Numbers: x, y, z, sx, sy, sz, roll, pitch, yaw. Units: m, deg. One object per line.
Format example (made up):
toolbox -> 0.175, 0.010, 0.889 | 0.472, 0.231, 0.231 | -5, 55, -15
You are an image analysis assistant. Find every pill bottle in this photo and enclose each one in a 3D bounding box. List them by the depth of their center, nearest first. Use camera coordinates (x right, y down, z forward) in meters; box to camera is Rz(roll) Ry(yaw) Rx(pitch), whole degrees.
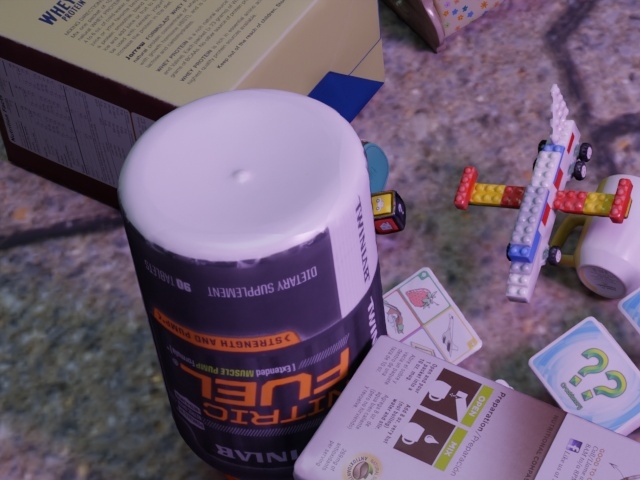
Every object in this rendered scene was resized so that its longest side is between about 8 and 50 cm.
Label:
pill bottle -> -0.028, 0.046, 0.994 | 0.130, 0.245, 0.130 | -4, 46, 5

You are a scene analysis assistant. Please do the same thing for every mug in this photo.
mug -> 0.189, 0.005, 1.148 | 0.062, 0.078, 0.064 | 35, 63, -6

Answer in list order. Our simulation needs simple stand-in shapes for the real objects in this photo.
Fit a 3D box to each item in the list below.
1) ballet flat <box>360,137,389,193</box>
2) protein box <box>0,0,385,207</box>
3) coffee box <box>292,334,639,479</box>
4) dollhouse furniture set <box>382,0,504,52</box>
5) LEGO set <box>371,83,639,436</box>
ballet flat -> 0.000, 0.000, 1.178 | 0.052, 0.057, 0.168 | -12, 35, 35
protein box -> -0.094, -0.129, 1.242 | 0.201, 0.136, 0.200 | 23, 54, 25
coffee box -> 0.121, 0.165, 0.933 | 0.247, 0.141, 0.098 | 21, 60, 25
dollhouse furniture set -> 0.121, -0.255, 1.298 | 0.182, 0.161, 0.101 | -34, 51, -9
LEGO set -> 0.120, 0.022, 1.097 | 0.182, 0.060, 0.244 | -35, 51, 1
